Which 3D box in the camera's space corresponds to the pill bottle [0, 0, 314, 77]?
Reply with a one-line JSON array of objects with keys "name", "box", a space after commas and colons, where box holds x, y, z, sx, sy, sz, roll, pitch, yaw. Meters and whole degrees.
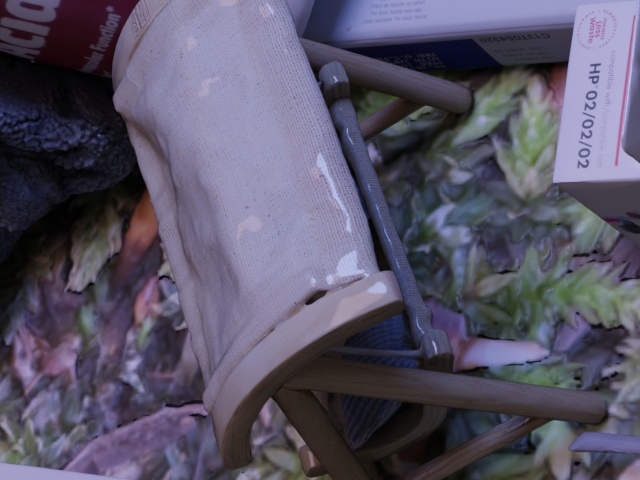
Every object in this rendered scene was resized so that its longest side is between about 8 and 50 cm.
[{"name": "pill bottle", "box": [-0.201, -0.231, 1.228, 0.224, 0.392, 0.224, -168, 90, -74]}]

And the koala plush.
[{"name": "koala plush", "box": [-0.244, -0.047, 1.373, 0.221, 0.203, 0.196, -57, 39, 29]}]

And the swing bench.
[{"name": "swing bench", "box": [0.000, 0.000, 1.109, 0.165, 0.255, 0.253, -31, 56, 21]}]

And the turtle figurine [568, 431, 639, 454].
[{"name": "turtle figurine", "box": [0.247, 0.129, 0.926, 0.266, 0.198, 0.274, -33, 59, 15]}]

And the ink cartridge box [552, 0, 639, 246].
[{"name": "ink cartridge box", "box": [0.180, -0.063, 1.056, 0.062, 0.181, 0.104, -2, 70, 34]}]

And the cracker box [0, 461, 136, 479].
[{"name": "cracker box", "box": [-0.140, 0.229, 1.234, 0.232, 0.067, 0.155, 1, 72, 36]}]

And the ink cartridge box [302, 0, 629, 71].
[{"name": "ink cartridge box", "box": [0.155, -0.269, 1.232, 0.324, 0.071, 0.330, 0, 69, 36]}]
